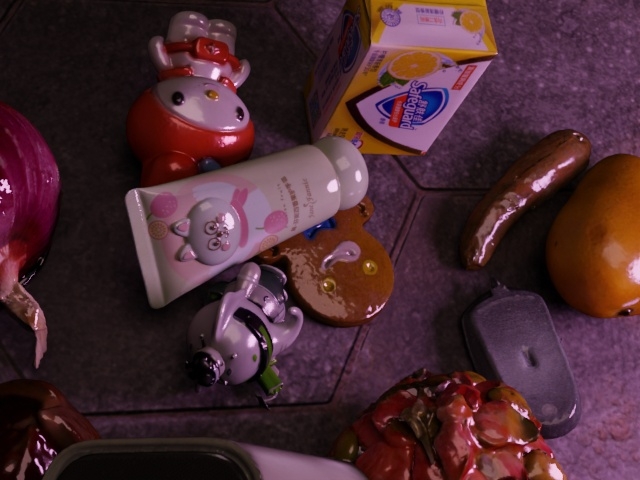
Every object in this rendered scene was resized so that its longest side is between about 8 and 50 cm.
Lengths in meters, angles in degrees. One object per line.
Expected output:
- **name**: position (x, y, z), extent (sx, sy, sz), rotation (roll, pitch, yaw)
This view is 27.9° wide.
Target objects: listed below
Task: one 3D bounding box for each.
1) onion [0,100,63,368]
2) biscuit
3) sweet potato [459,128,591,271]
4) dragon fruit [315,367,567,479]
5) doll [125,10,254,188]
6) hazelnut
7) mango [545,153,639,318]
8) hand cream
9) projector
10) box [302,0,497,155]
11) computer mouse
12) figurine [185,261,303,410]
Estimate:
- **onion**: position (-0.402, -0.047, 1.396), extent (0.272, 0.230, 0.256), rotation (14, 60, -1)
- **biscuit**: position (0.000, 0.000, 1.602), extent (0.180, 0.039, 0.236), rotation (-26, 76, -27)
- **sweet potato**: position (0.264, -0.062, 1.692), extent (0.075, 0.075, 0.273), rotation (44, 63, 8)
- **dragon fruit**: position (0.144, 0.282, 1.370), extent (0.296, 0.263, 0.314), rotation (40, 59, 5)
- **doll**: position (-0.156, -0.130, 1.563), extent (0.161, 0.130, 0.290), rotation (12, 74, -28)
- **hazelnut**: position (-0.302, 0.242, 1.313), extent (0.170, 0.160, 0.202), rotation (-39, 67, 0)
- **mango**: position (0.393, -0.003, 1.661), extent (0.175, 0.139, 0.254), rotation (42, 54, -1)
- **hand cream**: position (-0.083, -0.040, 1.510), extent (0.306, 0.093, 0.147), rotation (-23, 117, -28)
- **projector**: position (-0.102, 0.321, 1.217), extent (0.248, 0.249, 0.249), rotation (-6, 75, 27)
- **box**: position (0.091, -0.209, 1.602), extent (0.168, 0.265, 0.097), rotation (2, 65, -18)
- **computer mouse**: position (0.246, 0.149, 1.583), extent (0.113, 0.068, 0.229), rotation (-13, 57, -8)
- **figurine**: position (-0.092, 0.103, 1.472), extent (0.126, 0.147, 0.192), rotation (21, 39, 15)
